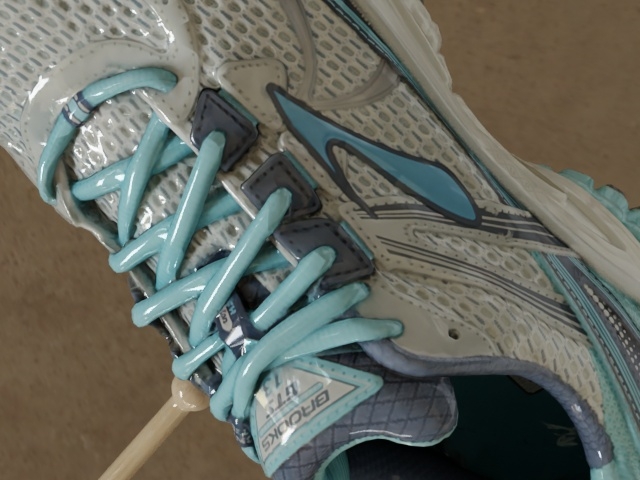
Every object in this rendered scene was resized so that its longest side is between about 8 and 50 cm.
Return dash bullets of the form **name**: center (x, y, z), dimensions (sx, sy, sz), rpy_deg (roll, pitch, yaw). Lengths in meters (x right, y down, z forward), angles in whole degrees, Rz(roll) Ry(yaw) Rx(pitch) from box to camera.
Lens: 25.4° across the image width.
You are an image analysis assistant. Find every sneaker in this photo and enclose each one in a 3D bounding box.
- **sneaker**: center (0.000, 0.000, 0.379), dimensions (0.283, 0.122, 0.110), rpy_deg (33, 130, -16)

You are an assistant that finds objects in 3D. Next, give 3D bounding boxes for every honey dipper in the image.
- **honey dipper**: center (-0.094, 0.107, 0.568), dimensions (0.030, 0.030, 0.160), rpy_deg (31, 113, -24)
